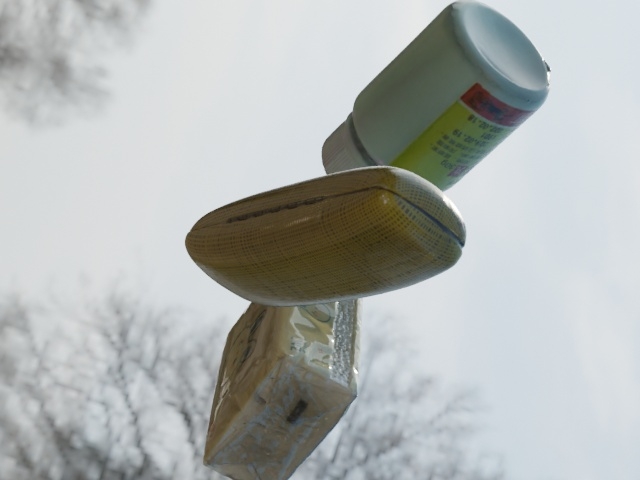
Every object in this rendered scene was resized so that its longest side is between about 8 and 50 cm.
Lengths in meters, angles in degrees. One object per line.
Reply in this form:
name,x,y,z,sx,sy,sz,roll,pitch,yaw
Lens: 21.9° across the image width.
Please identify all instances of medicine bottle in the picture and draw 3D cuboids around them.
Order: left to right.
medicine bottle,0.115,-0.129,1.692,0.225,0.139,0.139,-43,-150,34

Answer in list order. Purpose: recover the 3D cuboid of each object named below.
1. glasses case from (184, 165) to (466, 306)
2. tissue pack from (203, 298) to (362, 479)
glasses case,0.000,0.000,1.008,0.234,0.079,0.064,-11,-131,56
tissue pack,-0.032,0.115,1.517,0.148,0.092,0.196,-53,-166,26
